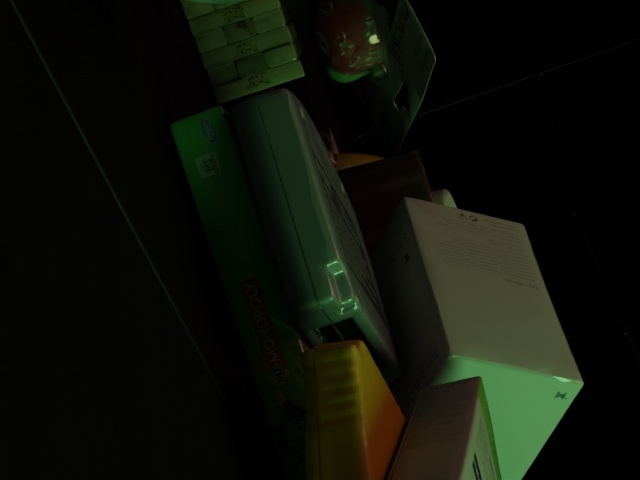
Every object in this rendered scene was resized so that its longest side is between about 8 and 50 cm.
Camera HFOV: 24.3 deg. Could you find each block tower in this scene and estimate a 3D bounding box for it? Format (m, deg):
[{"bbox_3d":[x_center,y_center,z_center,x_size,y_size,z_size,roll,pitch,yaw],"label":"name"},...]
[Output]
[{"bbox_3d":[-0.110,-0.304,1.403,0.097,0.091,0.335,-78,149,-79],"label":"block tower"}]

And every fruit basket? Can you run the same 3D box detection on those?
[{"bbox_3d":[0.005,-0.273,1.546,0.327,0.165,0.353,108,-39,-75],"label":"fruit basket"}]

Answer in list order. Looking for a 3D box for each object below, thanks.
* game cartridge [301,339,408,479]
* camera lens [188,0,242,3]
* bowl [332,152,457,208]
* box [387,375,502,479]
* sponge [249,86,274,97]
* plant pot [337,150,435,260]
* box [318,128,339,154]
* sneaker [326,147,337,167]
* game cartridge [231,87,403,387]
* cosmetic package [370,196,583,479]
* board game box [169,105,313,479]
[{"bbox_3d":[0.046,0.259,1.010,0.285,0.053,0.323,63,18,-57],"label":"game cartridge"},{"bbox_3d":[-0.082,-0.288,0.930,0.274,0.219,0.219,51,21,-75],"label":"camera lens"},{"bbox_3d":[0.108,0.005,1.975,0.289,0.156,0.289,-16,90,-76],"label":"bowl"},{"bbox_3d":[0.106,0.244,1.055,0.322,0.058,0.232,-36,114,-78],"label":"box"},{"bbox_3d":[-0.098,-0.270,1.727,0.210,0.031,0.117,-103,172,-46],"label":"sponge"},{"bbox_3d":[0.049,-0.013,1.616,0.167,0.165,0.167,-18,90,-84],"label":"plant pot"},{"bbox_3d":[0.034,-0.034,2.185,0.159,0.044,0.233,-91,162,-71],"label":"box"},{"bbox_3d":[-0.021,-0.101,1.710,0.188,0.071,0.066,67,7,-45],"label":"sneaker"},{"bbox_3d":[0.000,0.000,1.185,0.294,0.060,0.196,58,18,-69],"label":"game cartridge"},{"bbox_3d":[0.109,0.122,1.373,0.224,0.138,0.224,-104,-148,-50],"label":"cosmetic package"},{"bbox_3d":[-0.031,0.058,1.190,0.213,0.046,0.317,9,63,-83],"label":"board game box"}]
